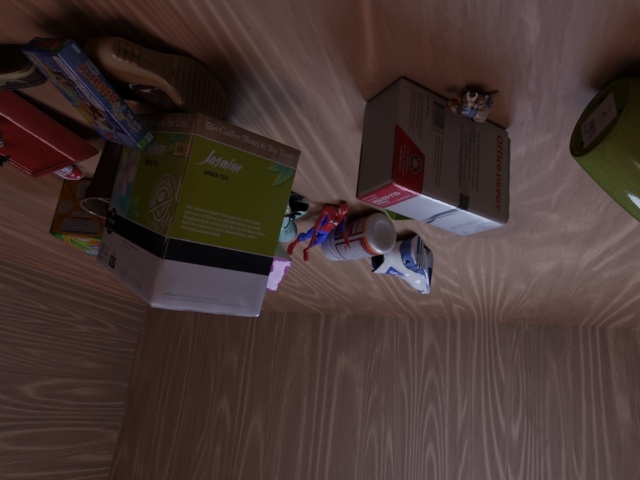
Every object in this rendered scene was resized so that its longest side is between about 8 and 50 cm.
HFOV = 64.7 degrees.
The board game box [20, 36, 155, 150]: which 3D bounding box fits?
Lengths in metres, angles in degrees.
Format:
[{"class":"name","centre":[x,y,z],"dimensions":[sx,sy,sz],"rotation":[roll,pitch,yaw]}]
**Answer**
[{"class":"board game box","centre":[-0.385,-0.242,0.846],"dimensions":[0.136,0.035,0.201],"rotation":[20,155,36]}]

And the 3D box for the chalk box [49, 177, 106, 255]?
[{"class":"chalk box","centre":[-0.641,-0.049,1.536],"dimensions":[0.180,0.179,0.289],"rotation":[4,162,8]}]

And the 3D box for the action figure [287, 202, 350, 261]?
[{"class":"action figure","centre":[0.000,0.000,1.477],"dimensions":[0.091,0.139,0.280],"rotation":[20,138,-23]}]

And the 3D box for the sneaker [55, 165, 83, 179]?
[{"class":"sneaker","centre":[-0.671,-0.195,1.315],"dimensions":[0.118,0.042,0.067],"rotation":[24,158,-40]}]

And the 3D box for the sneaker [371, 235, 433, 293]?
[{"class":"sneaker","centre":[0.274,0.072,1.727],"dimensions":[0.182,0.128,0.315],"rotation":[2,155,26]}]

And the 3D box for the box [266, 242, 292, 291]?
[{"class":"box","centre":[-0.236,0.020,1.508],"dimensions":[0.213,0.117,0.243],"rotation":[19,-160,-36]}]

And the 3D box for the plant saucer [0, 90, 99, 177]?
[{"class":"plant saucer","centre":[-0.680,-0.230,1.133],"dimensions":[0.258,0.048,0.258],"rotation":[-8,148,36]}]

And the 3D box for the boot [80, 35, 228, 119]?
[{"class":"boot","centre":[-0.312,-0.281,0.909],"dimensions":[0.248,0.090,0.206],"rotation":[21,169,-42]}]

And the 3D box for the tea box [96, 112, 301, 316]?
[{"class":"tea box","centre":[-0.248,-0.059,0.975],"dimensions":[0.219,0.324,0.328],"rotation":[14,-179,-40]}]

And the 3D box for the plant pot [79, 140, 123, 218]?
[{"class":"plant pot","centre":[-0.467,-0.143,1.205],"dimensions":[0.166,0.165,0.167],"rotation":[5,162,2]}]

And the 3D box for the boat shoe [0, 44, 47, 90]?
[{"class":"boat shoe","centre":[-0.605,-0.298,0.910],"dimensions":[0.223,0.080,0.073],"rotation":[-1,156,8]}]

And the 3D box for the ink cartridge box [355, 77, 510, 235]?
[{"class":"ink cartridge box","centre":[0.214,-0.141,0.930],"dimensions":[0.272,0.197,0.114],"rotation":[16,161,-27]}]

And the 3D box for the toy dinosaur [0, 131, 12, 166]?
[{"class":"toy dinosaur","centre":[-0.755,-0.207,1.091],"dimensions":[0.267,0.064,0.118],"rotation":[5,139,18]}]

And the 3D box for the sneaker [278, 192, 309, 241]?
[{"class":"sneaker","centre":[-0.088,-0.060,1.458],"dimensions":[0.150,0.094,0.256],"rotation":[-5,161,22]}]

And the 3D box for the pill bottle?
[{"class":"pill bottle","centre":[0.109,-0.004,1.517],"dimensions":[0.121,0.121,0.221],"rotation":[20,158,-36]}]

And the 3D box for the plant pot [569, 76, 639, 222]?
[{"class":"plant pot","centre":[0.566,-0.130,0.799],"dimensions":[0.293,0.275,0.275],"rotation":[24,161,-3]}]

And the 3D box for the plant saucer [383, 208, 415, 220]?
[{"class":"plant saucer","centre":[0.248,-0.105,1.280],"dimensions":[0.188,0.045,0.188],"rotation":[-2,161,22]}]

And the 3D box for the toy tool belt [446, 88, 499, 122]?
[{"class":"toy tool belt","centre":[0.261,-0.241,0.866],"dimensions":[0.083,0.052,0.051],"rotation":[10,131,-23]}]
